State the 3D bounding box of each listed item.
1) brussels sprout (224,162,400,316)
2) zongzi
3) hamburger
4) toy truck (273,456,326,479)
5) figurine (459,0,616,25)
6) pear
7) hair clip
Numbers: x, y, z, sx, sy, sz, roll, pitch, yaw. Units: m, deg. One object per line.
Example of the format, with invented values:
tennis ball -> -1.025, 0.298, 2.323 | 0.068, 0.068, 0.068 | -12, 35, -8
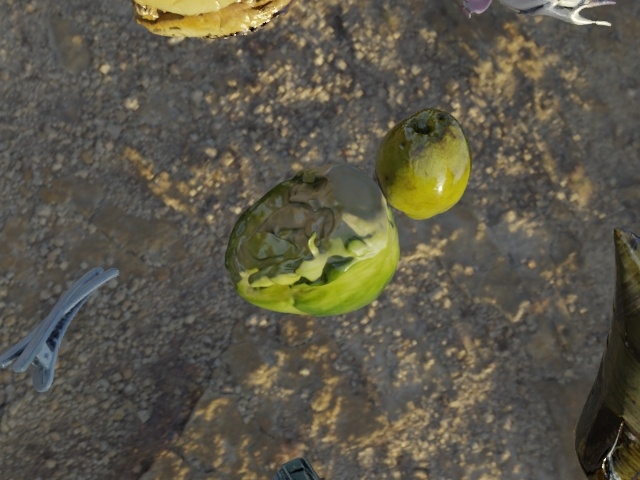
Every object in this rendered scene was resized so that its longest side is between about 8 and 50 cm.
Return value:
brussels sprout -> 0.000, 0.000, 1.686 | 0.314, 0.371, 0.276 | 10, 61, -35
zongzi -> 0.328, 0.130, 0.924 | 0.300, 0.286, 0.138 | 31, 32, -22
hamburger -> -0.140, -0.434, 1.267 | 0.174, 0.284, 0.305 | 63, 42, -55
toy truck -> 0.016, 0.540, 1.509 | 0.132, 0.338, 0.185 | -16, 119, -17
figurine -> 0.226, -0.355, 0.896 | 0.206, 0.284, 0.316 | -105, 175, -46
pear -> 0.113, -0.084, 0.950 | 0.131, 0.107, 0.107 | 77, 30, -43
hair clip -> -0.195, 0.065, 0.663 | 0.115, 0.030, 0.039 | -56, 142, -36
